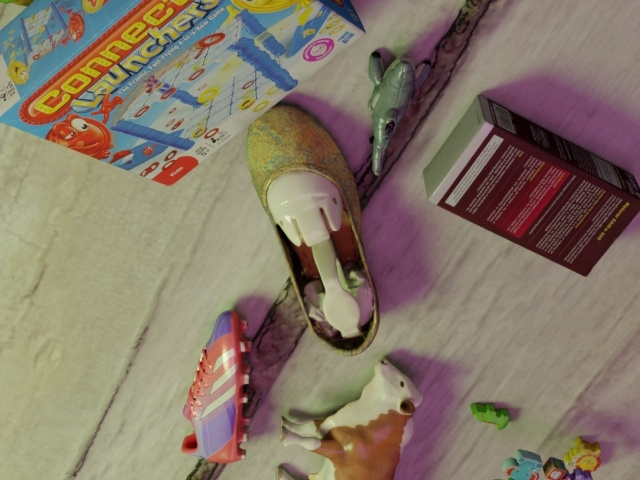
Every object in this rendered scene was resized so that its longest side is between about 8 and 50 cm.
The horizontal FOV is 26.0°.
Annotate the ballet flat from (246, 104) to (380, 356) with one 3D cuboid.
[{"bbox_3d":[0.000,0.000,1.699,0.123,0.123,0.348,-15,123,6],"label":"ballet flat"}]

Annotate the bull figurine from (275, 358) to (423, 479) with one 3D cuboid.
[{"bbox_3d":[0.035,0.300,1.910,0.188,0.101,0.310,4,121,-2],"label":"bull figurine"}]

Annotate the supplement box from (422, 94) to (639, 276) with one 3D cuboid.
[{"bbox_3d":[0.261,-0.064,1.698,0.239,0.073,0.130,26,119,-18],"label":"supplement box"}]

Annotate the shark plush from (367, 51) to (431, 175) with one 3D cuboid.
[{"bbox_3d":[0.074,-0.152,1.631,0.073,0.067,0.161,19,120,-15],"label":"shark plush"}]

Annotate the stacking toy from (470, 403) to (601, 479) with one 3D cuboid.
[{"bbox_3d":[0.307,0.320,1.899,0.221,0.167,0.052,22,119,-18],"label":"stacking toy"}]

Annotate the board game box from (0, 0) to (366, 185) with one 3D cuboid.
[{"bbox_3d":[-0.154,-0.208,1.477,0.308,0.086,0.302,-36,154,19],"label":"board game box"}]

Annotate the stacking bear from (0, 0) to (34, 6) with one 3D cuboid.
[{"bbox_3d":[-0.293,-0.318,1.447,0.289,0.175,0.164,18,81,-29],"label":"stacking bear"}]

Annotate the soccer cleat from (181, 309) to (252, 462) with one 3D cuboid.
[{"bbox_3d":[-0.140,0.198,1.845,0.095,0.083,0.248,2,126,0],"label":"soccer cleat"}]
